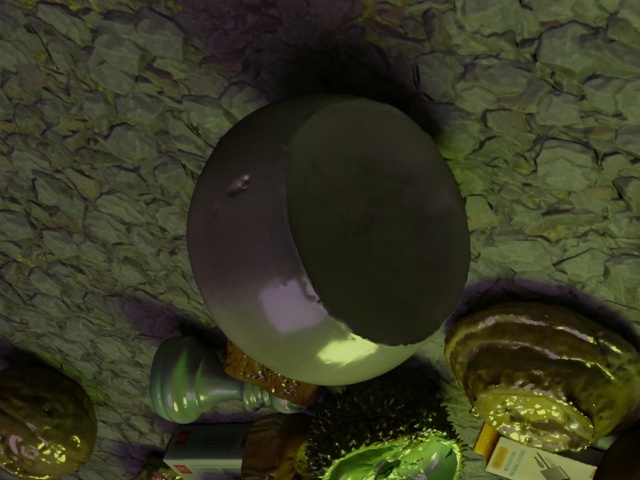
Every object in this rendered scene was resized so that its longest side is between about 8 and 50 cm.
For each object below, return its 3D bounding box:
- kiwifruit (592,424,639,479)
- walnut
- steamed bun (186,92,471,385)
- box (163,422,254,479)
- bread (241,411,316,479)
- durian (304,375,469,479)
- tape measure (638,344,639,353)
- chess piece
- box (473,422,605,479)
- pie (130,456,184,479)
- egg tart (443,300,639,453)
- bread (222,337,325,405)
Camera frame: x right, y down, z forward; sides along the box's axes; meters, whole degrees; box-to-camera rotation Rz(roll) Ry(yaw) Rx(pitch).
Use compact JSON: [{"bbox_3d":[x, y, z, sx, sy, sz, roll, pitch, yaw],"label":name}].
[{"bbox_3d":[0.470,0.344,1.483,0.196,0.196,0.234,16,141,8],"label":"kiwifruit"},{"bbox_3d":[-0.520,0.334,1.997,0.245,0.198,0.198,39,141,-16],"label":"walnut"},{"bbox_3d":[0.000,0.000,1.190,0.206,0.324,0.324,-16,129,47],"label":"steamed bun"},{"bbox_3d":[-0.142,0.397,1.966,0.269,0.079,0.135,-8,135,35],"label":"box"},{"bbox_3d":[0.010,0.371,1.751,0.288,0.153,0.119,26,157,-34],"label":"bread"},{"bbox_3d":[0.090,0.302,1.616,0.236,0.177,0.200,-3,135,-8],"label":"durian"},{"bbox_3d":[0.455,0.041,1.162,0.271,0.133,0.231,2,139,30],"label":"tape measure"},{"bbox_3d":[-0.118,0.226,1.691,0.271,0.139,0.139,4,140,21],"label":"chess piece"},{"bbox_3d":[0.361,0.348,1.679,0.247,0.033,0.129,16,144,8],"label":"box"},{"bbox_3d":[-0.289,0.505,2.178,0.178,0.084,0.205,17,141,7],"label":"pie"},{"bbox_3d":[0.293,0.200,1.462,0.290,0.115,0.290,16,144,12],"label":"egg tart"},{"bbox_3d":[-0.044,0.080,1.495,0.185,0.109,0.380,26,143,9],"label":"bread"}]
